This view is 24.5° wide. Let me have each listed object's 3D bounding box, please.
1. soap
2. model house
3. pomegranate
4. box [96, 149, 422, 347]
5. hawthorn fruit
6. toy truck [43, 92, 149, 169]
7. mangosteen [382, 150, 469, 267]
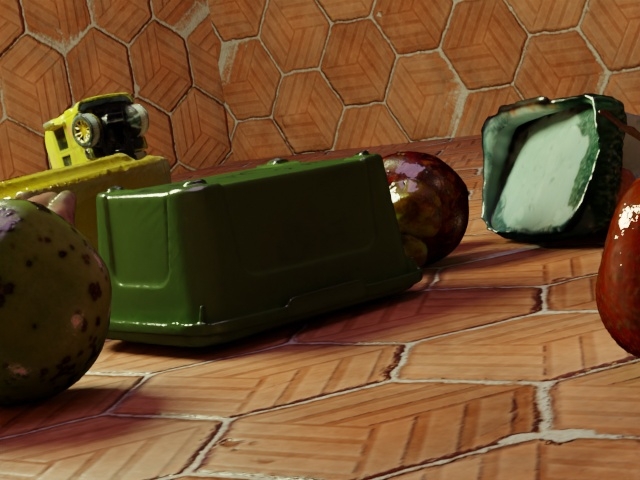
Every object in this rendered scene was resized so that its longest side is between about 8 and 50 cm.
[{"bbox_3d":[-0.297,0.005,1.832,0.091,0.199,0.315,-1,9,27],"label":"soap"},{"bbox_3d":[0.386,-0.086,1.908,0.291,0.185,0.253,3,-5,-25],"label":"model house"},{"bbox_3d":[-0.292,0.034,1.399,0.214,0.214,0.248,-6,40,22],"label":"pomegranate"},{"bbox_3d":[-0.079,0.002,1.627,0.328,0.178,0.252,-15,11,-39],"label":"box"},{"bbox_3d":[0.282,-0.005,1.104,0.162,0.204,0.162,-9,11,2],"label":"hawthorn fruit"},{"bbox_3d":[-0.312,-0.067,2.145,0.157,0.272,0.124,-15,2,41],"label":"toy truck"},{"bbox_3d":[0.109,-0.021,1.822,0.145,0.156,0.181,16,38,-1],"label":"mangosteen"}]
